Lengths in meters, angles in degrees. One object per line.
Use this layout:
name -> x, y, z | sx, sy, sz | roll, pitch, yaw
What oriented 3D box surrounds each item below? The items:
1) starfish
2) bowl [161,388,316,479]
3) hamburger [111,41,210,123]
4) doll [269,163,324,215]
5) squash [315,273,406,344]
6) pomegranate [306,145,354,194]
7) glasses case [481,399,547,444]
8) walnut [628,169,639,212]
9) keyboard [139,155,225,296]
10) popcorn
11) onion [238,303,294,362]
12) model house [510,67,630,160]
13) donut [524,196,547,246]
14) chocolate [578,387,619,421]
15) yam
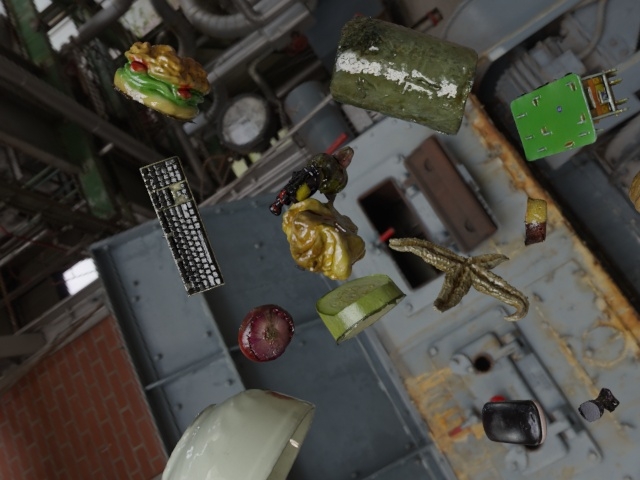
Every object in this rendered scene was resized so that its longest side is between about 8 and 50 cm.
starfish -> 0.442, 0.127, 1.919 | 0.082, 0.432, 0.324 | 109, 165, -45
bowl -> -0.129, 0.327, 0.848 | 0.145, 0.277, 0.277 | 28, -175, 12
hamburger -> -0.377, -0.395, 1.451 | 0.237, 0.149, 0.237 | 27, -167, -7
doll -> -0.062, -0.149, 1.727 | 0.088, 0.249, 0.127 | 27, -125, -20
squash -> 0.102, 0.153, 1.484 | 0.133, 0.220, 0.220 | 60, -169, 7
pomegranate -> 0.037, -0.209, 1.792 | 0.138, 0.163, 0.125 | 42, -152, -45
glasses case -> 0.555, 0.525, 1.729 | 0.314, 0.075, 0.122 | 126, 140, -70
walnut -> 0.866, -0.125, 1.508 | 0.149, 0.166, 0.166 | -7, -126, -30
keyboard -> -0.320, -0.029, 1.369 | 0.027, 0.106, 0.317 | -95, -15, -85
popcorn -> 0.000, 0.000, 1.966 | 0.297, 0.281, 0.316 | 36, -153, 3
onion -> -0.222, 0.375, 2.426 | 0.248, 0.248, 0.161 | 55, 158, -7
model house -> 0.894, -0.441, 2.067 | 0.358, 0.313, 0.242 | -18, 88, 69
donut -> 0.586, -0.050, 1.628 | 0.140, 0.059, 0.140 | 2, -90, -70
chocolate -> 0.776, 0.454, 1.659 | 0.147, 0.070, 0.072 | -5, -79, -47
yam -> 0.174, -0.349, 1.260 | 0.300, 0.195, 0.195 | 20, -173, 9
